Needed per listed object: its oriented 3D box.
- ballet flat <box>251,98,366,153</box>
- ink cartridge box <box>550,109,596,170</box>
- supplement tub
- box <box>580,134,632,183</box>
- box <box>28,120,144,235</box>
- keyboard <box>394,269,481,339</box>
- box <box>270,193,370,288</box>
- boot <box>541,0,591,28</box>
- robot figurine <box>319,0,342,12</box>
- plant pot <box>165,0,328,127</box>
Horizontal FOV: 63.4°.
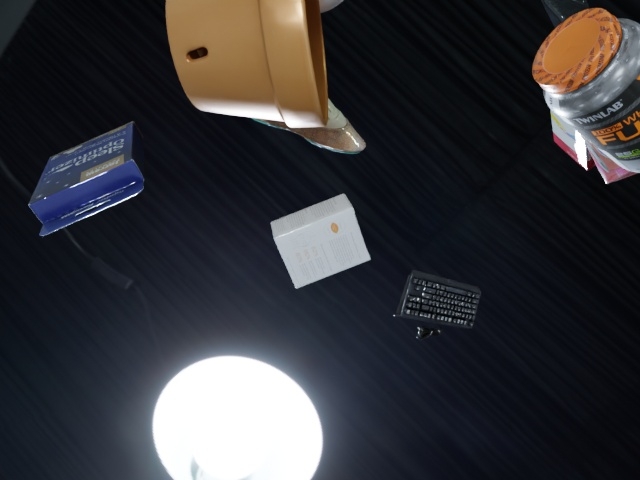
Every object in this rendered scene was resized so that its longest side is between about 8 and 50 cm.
[{"bbox_3d":[-0.032,-0.304,1.259,0.107,0.316,0.106,-67,175,-48],"label":"ballet flat"},{"bbox_3d":[0.602,-0.274,1.144,0.128,0.127,0.176,-33,141,8],"label":"ink cartridge box"},{"bbox_3d":[0.338,-0.166,0.586,0.117,0.191,0.116,-44,-148,37],"label":"supplement tub"},{"bbox_3d":[0.576,-0.220,0.812,0.300,0.154,0.142,-19,168,-12],"label":"box"},{"bbox_3d":[-0.307,-0.093,0.696,0.137,0.036,0.225,-25,-147,-6],"label":"box"},{"bbox_3d":[0.197,0.116,0.855,0.023,0.180,0.108,24,-83,55],"label":"keyboard"},{"bbox_3d":[0.000,0.000,1.086,0.171,0.130,0.091,-21,-154,0],"label":"box"},{"bbox_3d":[0.590,-0.517,1.287,0.094,0.246,0.207,-21,165,0],"label":"boot"},{"bbox_3d":[-0.043,-0.548,0.926,0.174,0.278,0.209,-24,-144,33],"label":"robot figurine"},{"bbox_3d":[-0.105,-0.315,0.803,0.204,0.290,0.291,-4,177,6],"label":"plant pot"}]
